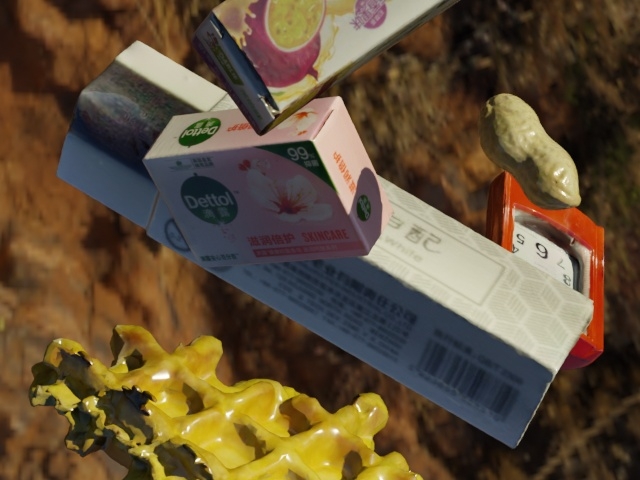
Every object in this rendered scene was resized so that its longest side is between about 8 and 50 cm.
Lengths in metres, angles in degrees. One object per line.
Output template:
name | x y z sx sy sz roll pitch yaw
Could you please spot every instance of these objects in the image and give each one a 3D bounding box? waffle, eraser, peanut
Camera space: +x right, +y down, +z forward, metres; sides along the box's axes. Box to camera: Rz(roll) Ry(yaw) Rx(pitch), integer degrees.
waffle | -0.042 0.153 0.934 0.260 0.293 0.069 14 125 -9
eraser | 0.000 0.000 1.374 0.404 0.096 0.098 31 132 10
peanut | 0.113 -0.046 0.993 0.037 0.083 0.037 -25 142 -22

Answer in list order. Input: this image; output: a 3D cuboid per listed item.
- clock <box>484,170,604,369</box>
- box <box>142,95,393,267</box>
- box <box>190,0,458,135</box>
clock | 0.182 0.031 1.567 0.113 0.155 0.061 30 130 -19
box | -0.031 -0.032 1.089 0.125 0.043 0.089 -6 127 33
box | 0.043 -0.118 0.745 0.207 0.041 0.050 -36 91 -20
